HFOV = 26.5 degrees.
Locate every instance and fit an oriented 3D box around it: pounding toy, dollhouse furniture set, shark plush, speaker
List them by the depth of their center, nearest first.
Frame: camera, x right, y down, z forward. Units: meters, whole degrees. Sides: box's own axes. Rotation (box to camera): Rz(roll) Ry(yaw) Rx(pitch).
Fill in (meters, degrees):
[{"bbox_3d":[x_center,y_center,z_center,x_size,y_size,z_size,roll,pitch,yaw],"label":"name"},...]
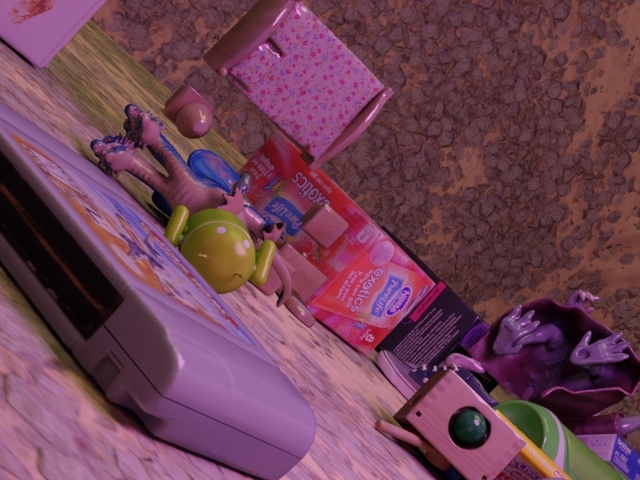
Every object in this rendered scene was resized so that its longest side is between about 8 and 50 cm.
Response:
[{"bbox_3d":[0.129,0.202,1.426,0.130,0.100,0.141,44,-8,3],"label":"pounding toy"},{"bbox_3d":[0.009,-0.116,1.592,0.303,0.355,0.174,42,4,-32],"label":"dollhouse furniture set"},{"bbox_3d":[0.315,0.317,1.799,0.296,0.131,0.131,41,4,-43],"label":"speaker"},{"bbox_3d":[-0.126,-0.031,1.803,0.067,0.073,0.161,17,40,-35],"label":"shark plush"}]

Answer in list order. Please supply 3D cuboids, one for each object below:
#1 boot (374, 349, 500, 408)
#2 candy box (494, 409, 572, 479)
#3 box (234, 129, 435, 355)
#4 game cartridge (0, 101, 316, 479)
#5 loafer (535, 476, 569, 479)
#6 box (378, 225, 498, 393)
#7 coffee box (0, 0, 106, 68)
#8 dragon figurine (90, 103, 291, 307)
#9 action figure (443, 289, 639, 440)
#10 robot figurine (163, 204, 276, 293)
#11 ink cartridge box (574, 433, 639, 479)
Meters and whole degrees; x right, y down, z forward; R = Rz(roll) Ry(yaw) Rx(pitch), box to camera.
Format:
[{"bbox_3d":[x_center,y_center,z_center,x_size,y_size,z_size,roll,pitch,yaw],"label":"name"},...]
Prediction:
[{"bbox_3d":[0.158,0.192,1.822,0.190,0.086,0.069,46,4,35],"label":"boot"},{"bbox_3d":[0.238,0.285,1.556,0.206,0.105,0.027,43,44,-7],"label":"candy box"},{"bbox_3d":[0.000,0.000,1.871,0.154,0.142,0.300,41,4,-44],"label":"box"},{"bbox_3d":[-0.127,0.019,0.833,0.297,0.062,0.198,45,8,31],"label":"game cartridge"},{"bbox_3d":[0.298,0.364,1.494,0.251,0.094,0.087,44,37,-25],"label":"loafer"},{"bbox_3d":[0.157,0.129,2.122,0.165,0.143,0.270,43,3,-45],"label":"box"},{"bbox_3d":[-0.380,-0.477,1.623,0.334,0.337,0.338,41,3,-41],"label":"coffee box"},{"bbox_3d":[-0.117,-0.038,1.415,0.144,0.085,0.289,46,5,38],"label":"dragon figurine"},{"bbox_3d":[0.366,0.230,2.002,0.248,0.276,0.370,51,-7,25],"label":"action figure"},{"bbox_3d":[-0.094,0.010,1.224,0.101,0.067,0.115,25,8,-13],"label":"robot figurine"},{"bbox_3d":[0.366,0.326,1.987,0.207,0.046,0.097,-10,-41,45],"label":"ink cartridge box"}]
